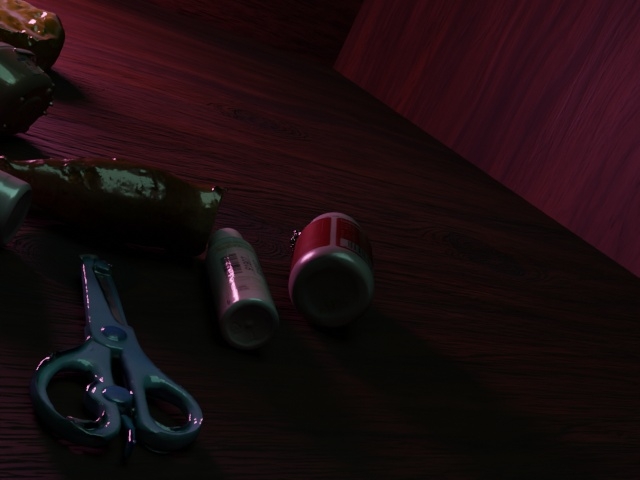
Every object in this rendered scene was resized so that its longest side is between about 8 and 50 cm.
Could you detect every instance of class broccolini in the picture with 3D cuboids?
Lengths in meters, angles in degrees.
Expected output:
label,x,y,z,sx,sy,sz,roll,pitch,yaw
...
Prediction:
label,x,y,z,sx,sy,sz,roll,pitch,yaw
broccolini,-0.008,0.002,1.759,0.058,0.071,0.254,-14,4,11

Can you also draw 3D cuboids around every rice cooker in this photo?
label,x,y,z,sx,sy,sz,roll,pitch,yaw
rice cooker,-0.525,-0.246,1.540,0.127,0.145,0.206,39,14,2

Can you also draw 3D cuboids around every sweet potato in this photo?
label,x,y,z,sx,sy,sz,roll,pitch,yaw
sweet potato,-0.299,-0.059,1.344,0.337,0.131,0.131,13,21,-35

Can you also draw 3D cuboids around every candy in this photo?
label,x,y,z,sx,sy,sz,roll,pitch,yaw
candy,-0.670,-0.448,1.970,0.260,0.118,0.260,23,20,-9

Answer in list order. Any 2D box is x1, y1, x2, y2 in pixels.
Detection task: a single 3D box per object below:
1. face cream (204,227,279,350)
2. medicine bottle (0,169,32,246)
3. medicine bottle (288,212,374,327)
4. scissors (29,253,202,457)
label,x,y,z,sx,sy,sz,roll,pitch,yaw
face cream,-0.120,0.057,1.328,0.082,0.082,0.269,19,19,-21
medicine bottle,-0.500,-0.084,1.176,0.260,0.095,0.095,26,17,-2
medicine bottle,0.019,0.040,1.495,0.131,0.131,0.250,24,16,-6
scissors,-0.243,0.117,1.055,0.180,0.032,0.393,17,20,-27
